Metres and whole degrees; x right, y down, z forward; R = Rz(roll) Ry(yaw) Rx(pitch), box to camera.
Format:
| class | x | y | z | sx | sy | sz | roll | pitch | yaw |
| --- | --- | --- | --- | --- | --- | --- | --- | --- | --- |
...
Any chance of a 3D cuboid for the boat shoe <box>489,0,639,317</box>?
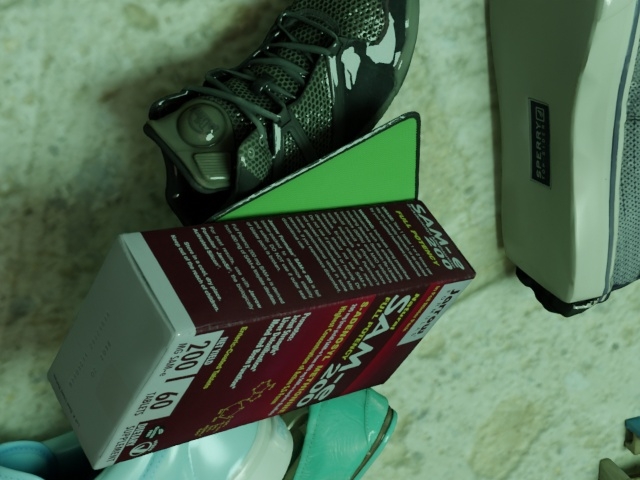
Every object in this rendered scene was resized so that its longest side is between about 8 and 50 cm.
| class | x | y | z | sx | sy | sz | roll | pitch | yaw |
| --- | --- | --- | --- | --- | --- | --- | --- | --- | --- |
| boat shoe | 0.215 | -0.120 | 0.700 | 0.158 | 0.127 | 0.340 | -16 | 123 | -20 |

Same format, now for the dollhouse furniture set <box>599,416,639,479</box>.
| class | x | y | z | sx | sy | sz | roll | pitch | yaw |
| --- | --- | --- | --- | --- | --- | --- | --- | --- | --- |
| dollhouse furniture set | 0.353 | 0.177 | 0.852 | 0.184 | 0.129 | 0.129 | -9 | 113 | -16 |

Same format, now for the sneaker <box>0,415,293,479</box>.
| class | x | y | z | sx | sy | sz | roll | pitch | yaw |
| --- | --- | --- | --- | --- | --- | --- | --- | --- | --- |
| sneaker | -0.197 | 0.210 | 0.678 | 0.366 | 0.135 | 0.150 | -45 | 111 | -8 |

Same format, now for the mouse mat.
| class | x | y | z | sx | sy | sz | roll | pitch | yaw |
| --- | --- | --- | --- | --- | --- | --- | --- | --- | --- |
| mouse mat | 0.000 | 0.000 | 0.660 | 0.153 | 0.007 | 0.189 | -29 | 155 | -11 |

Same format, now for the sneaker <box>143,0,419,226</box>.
| class | x | y | z | sx | sy | sz | roll | pitch | yaw |
| --- | --- | --- | --- | --- | --- | --- | --- | --- | --- |
| sneaker | -0.022 | -0.092 | 0.610 | 0.227 | 0.087 | 0.130 | -60 | 155 | 12 |

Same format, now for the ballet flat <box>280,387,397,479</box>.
| class | x | y | z | sx | sy | sz | roll | pitch | yaw |
| --- | --- | --- | --- | --- | --- | --- | --- | --- | --- |
| ballet flat | -0.036 | 0.206 | 0.762 | 0.087 | 0.083 | 0.247 | 29 | 100 | -2 |

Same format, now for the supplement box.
| class | x | y | z | sx | sy | sz | roll | pitch | yaw |
| --- | --- | --- | --- | --- | --- | --- | --- | --- | --- |
| supplement box | -0.030 | 0.050 | 0.621 | 0.239 | 0.073 | 0.130 | -9 | 144 | -43 |
